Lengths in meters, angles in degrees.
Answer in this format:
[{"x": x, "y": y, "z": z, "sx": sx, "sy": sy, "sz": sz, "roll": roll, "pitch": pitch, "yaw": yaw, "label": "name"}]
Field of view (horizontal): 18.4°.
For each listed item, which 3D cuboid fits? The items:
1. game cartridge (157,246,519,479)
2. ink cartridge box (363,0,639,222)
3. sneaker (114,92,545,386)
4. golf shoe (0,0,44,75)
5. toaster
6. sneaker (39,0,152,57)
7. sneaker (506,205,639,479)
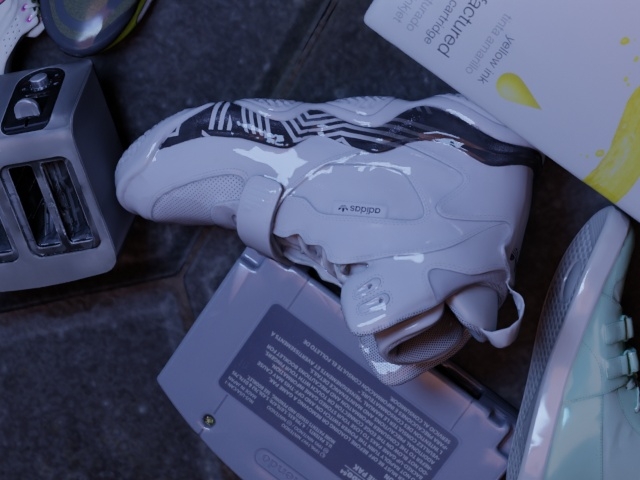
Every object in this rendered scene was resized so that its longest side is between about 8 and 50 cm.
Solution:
[{"x": 0.013, "y": 0.152, "z": 1.733, "sx": 0.297, "sy": 0.062, "sz": 0.198, "roll": 37, "pitch": 115, "yaw": 4, "label": "game cartridge"}, {"x": 0.274, "y": -0.179, "z": 1.509, "sx": 0.385, "sy": 0.160, "sz": 0.279, "roll": 36, "pitch": 114, "yaw": 4, "label": "ink cartridge box"}, {"x": 0.000, "y": 0.000, "z": 1.607, "sx": 0.366, "sy": 0.137, "sz": 0.210, "roll": -3, "pitch": 64, "yaw": 13, "label": "sneaker"}, {"x": -0.276, "y": -0.214, "z": 1.719, "sx": 0.086, "sy": 0.067, "sz": 0.186, "roll": 12, "pitch": 115, "yaw": -2, "label": "golf shoe"}, {"x": -0.256, "y": -0.048, "z": 1.706, "sx": 0.168, "sy": 0.110, "sz": 0.185, "roll": -8, "pitch": 122, "yaw": 14, "label": "toaster"}, {"x": -0.180, "y": -0.294, "z": 1.636, "sx": 0.111, "sy": 0.121, "sz": 0.300, "roll": 19, "pitch": 108, "yaw": 11, "label": "sneaker"}, {"x": 0.256, "y": 0.106, "z": 1.641, "sx": 0.151, "sy": 0.094, "sz": 0.256, "roll": 13, "pitch": 97, "yaw": -6, "label": "sneaker"}]
